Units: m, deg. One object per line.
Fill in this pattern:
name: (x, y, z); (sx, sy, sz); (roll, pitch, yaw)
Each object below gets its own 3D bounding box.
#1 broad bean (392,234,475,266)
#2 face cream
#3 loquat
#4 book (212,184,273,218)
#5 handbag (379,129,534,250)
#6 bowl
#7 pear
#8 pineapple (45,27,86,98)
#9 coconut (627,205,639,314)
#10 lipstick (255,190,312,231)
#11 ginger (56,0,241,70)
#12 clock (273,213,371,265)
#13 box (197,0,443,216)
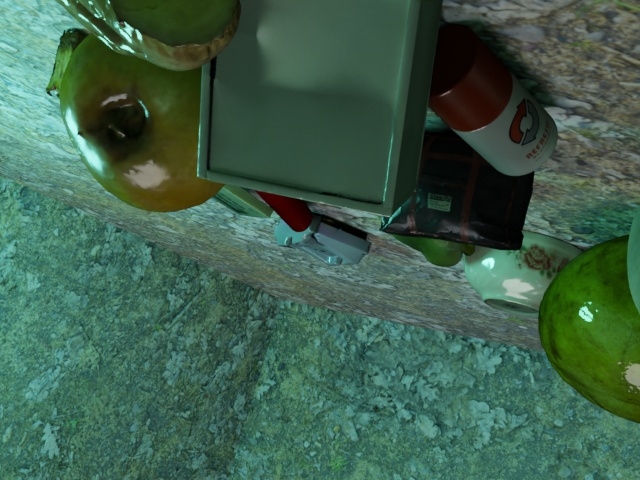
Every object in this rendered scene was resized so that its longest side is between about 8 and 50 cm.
broad bean: (0.226, -0.021, 1.536); (0.228, 0.100, 0.169); (22, 161, -18)
face cream: (0.198, -0.163, 0.895); (0.095, 0.096, 0.214); (6, 164, 43)
loquat: (-0.215, -0.180, 1.044); (0.274, 0.275, 0.275); (16, 169, 3)
book: (-0.237, -0.118, 1.748); (0.214, 0.025, 0.282); (33, 171, -17)
handbag: (0.205, -0.080, 1.106); (0.215, 0.169, 0.155); (9, 180, 25)
bowl: (0.435, 0.081, 1.615); (0.277, 0.145, 0.277); (15, 166, 4)
pear: (0.572, 0.146, 1.273); (0.352, 0.352, 0.413); (25, 164, -35)
pineapple: (-0.378, -0.282, 1.188); (0.069, 0.137, 0.116); (2, 119, 40)
coconut: (0.501, 0.010, 0.836); (0.322, 0.323, 0.323); (16, 169, 3)
lipstick: (-0.083, -0.092, 1.696); (0.073, 0.073, 0.280); (13, 166, 19)
ginger: (-0.185, -0.249, 0.731); (0.354, 0.126, 0.190); (40, 160, 48)
clock: (0.000, 0.000, 1.980); (0.186, 0.083, 0.253); (21, 168, -23)
box: (-0.001, -0.165, 0.798); (0.225, 0.225, 0.117); (13, -159, 17)
